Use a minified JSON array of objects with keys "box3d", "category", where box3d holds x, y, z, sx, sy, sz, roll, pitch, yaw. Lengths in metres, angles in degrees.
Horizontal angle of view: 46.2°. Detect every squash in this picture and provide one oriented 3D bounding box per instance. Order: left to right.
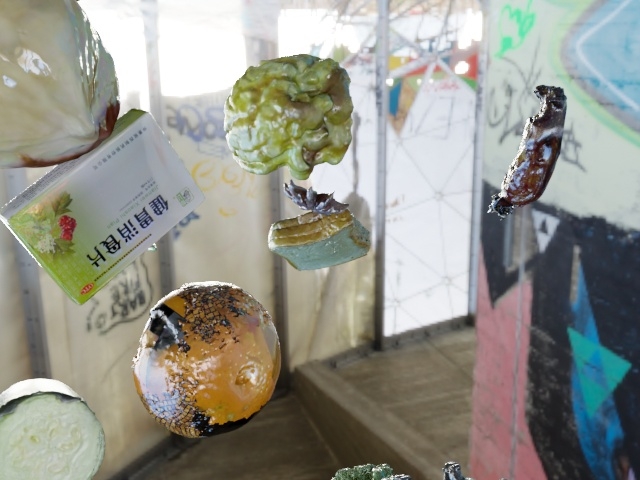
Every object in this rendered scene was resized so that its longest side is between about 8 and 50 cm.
[{"box3d":[-0.508,0.368,1.356,0.220,0.220,0.133,-9,-179,-27],"category":"squash"}]

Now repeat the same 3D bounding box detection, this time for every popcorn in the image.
[{"box3d":[-0.071,-0.250,1.550,0.282,0.282,0.247,-11,-155,-32],"category":"popcorn"}]

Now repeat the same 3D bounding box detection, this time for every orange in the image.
[{"box3d":[-0.164,0.179,1.127,0.234,0.235,0.182,-16,-166,-42],"category":"orange"}]

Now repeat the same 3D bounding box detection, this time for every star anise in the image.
[{"box3d":[-0.015,-0.081,1.510,0.141,0.042,0.141,18,168,4],"category":"star anise"}]

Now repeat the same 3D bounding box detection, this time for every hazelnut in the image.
[{"box3d":[-0.369,-0.201,0.964,0.261,0.261,0.241,-15,-124,-41],"category":"hazelnut"}]

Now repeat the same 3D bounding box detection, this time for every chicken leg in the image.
[{"box3d":[0.271,-0.096,0.997,0.051,0.253,0.106,12,-125,1],"category":"chicken leg"}]

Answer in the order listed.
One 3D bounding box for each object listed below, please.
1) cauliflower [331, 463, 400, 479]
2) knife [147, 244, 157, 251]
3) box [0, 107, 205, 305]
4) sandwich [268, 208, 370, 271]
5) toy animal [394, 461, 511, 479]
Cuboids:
[{"box3d":[0.088,0.530,1.383,0.272,0.250,0.275,4,-137,-29],"category":"cauliflower"},{"box3d":[-0.429,0.006,1.836,0.030,0.014,0.207,-47,-155,-16],"category":"knife"},{"box3d":[-0.322,-0.053,1.135,0.260,0.175,0.062,-44,-143,-20],"category":"box"},{"box3d":[0.000,0.001,1.878,0.226,0.087,0.251,-12,161,13],"category":"sandwich"},{"box3d":[0.357,0.645,1.880,0.343,0.169,0.106,3,167,-3],"category":"toy animal"}]
